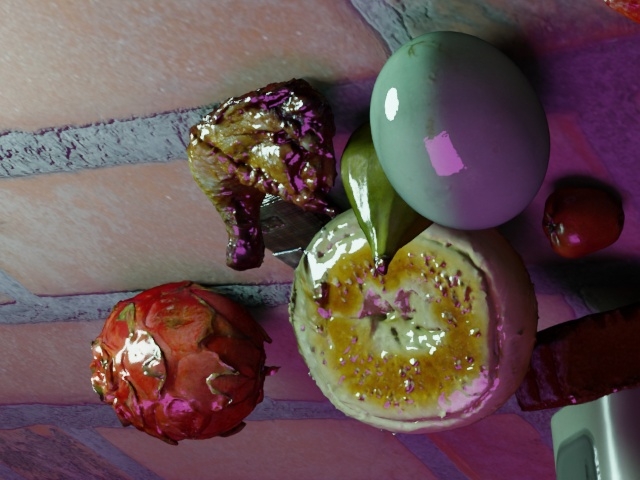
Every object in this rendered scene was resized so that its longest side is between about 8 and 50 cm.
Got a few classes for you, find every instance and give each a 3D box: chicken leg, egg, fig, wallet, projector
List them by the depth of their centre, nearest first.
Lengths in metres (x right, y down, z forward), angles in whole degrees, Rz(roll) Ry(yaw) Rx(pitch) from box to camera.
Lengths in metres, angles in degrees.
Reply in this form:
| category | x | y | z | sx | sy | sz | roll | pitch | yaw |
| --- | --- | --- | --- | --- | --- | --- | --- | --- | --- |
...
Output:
| category | x | y | z | sx | sy | sz | roll | pitch | yaw |
| --- | --- | --- | --- | --- | --- | --- | --- | --- | --- |
| egg | 0.136 | -0.106 | 1.465 | 0.168 | 0.168 | 0.231 | -2 | 146 | 28 |
| fig | 0.093 | -0.046 | 1.596 | 0.126 | 0.185 | 0.133 | -16 | 143 | -7 |
| chicken leg | -0.065 | -0.078 | 1.668 | 0.177 | 0.083 | 0.322 | 49 | 144 | -5 |
| wallet | 0.000 | 0.000 | 1.859 | 0.124 | 0.042 | 0.230 | -18 | 141 | 36 |
| projector | 0.455 | 0.332 | 1.975 | 0.248 | 0.249 | 0.248 | 1 | 159 | -12 |

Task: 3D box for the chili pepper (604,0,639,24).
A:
| category | x | y | z | sx | sy | sz | roll | pitch | yaw |
| --- | --- | --- | --- | --- | --- | --- | --- | --- | --- |
| chili pepper | 0.332 | -0.203 | 1.316 | 0.168 | 0.065 | 0.088 | 10 | 151 | 15 |

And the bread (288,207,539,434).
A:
| category | x | y | z | sx | sy | sz | roll | pitch | yaw |
| --- | --- | --- | --- | --- | --- | --- | --- | --- | --- |
| bread | 0.113 | 0.081 | 1.756 | 0.305 | 0.158 | 0.306 | 9 | 110 | 26 |

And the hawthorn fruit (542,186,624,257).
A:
| category | x | y | z | sx | sy | sz | roll | pitch | yaw |
| --- | --- | --- | --- | --- | --- | --- | --- | --- | --- |
| hawthorn fruit | 0.295 | -0.023 | 1.656 | 0.093 | 0.081 | 0.081 | -11 | 157 | -16 |

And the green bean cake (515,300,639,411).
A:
| category | x | y | z | sx | sy | sz | roll | pitch | yaw |
| --- | --- | --- | --- | --- | --- | --- | --- | --- | --- |
| green bean cake | 0.353 | 0.129 | 1.786 | 0.232 | 0.097 | 0.198 | -12 | 174 | -33 |

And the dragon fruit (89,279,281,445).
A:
| category | x | y | z | sx | sy | sz | roll | pitch | yaw |
| --- | --- | --- | --- | --- | --- | --- | --- | --- | --- |
| dragon fruit | -0.196 | 0.170 | 2.073 | 0.252 | 0.241 | 0.241 | -14 | 143 | 23 |
